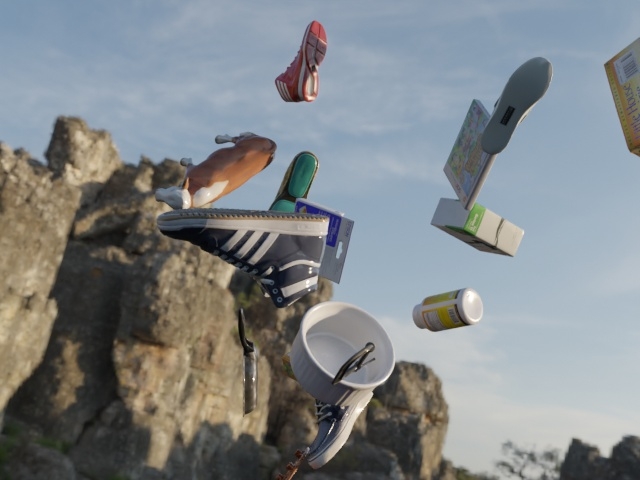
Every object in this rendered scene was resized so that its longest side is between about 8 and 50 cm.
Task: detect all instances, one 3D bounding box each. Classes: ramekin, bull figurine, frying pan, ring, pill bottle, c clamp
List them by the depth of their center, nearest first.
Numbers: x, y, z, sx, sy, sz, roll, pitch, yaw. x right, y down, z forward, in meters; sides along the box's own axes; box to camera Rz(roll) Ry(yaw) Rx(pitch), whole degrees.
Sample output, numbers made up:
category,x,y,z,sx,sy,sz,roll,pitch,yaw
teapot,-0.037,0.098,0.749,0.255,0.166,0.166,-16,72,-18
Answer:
category,x,y,z,sx,sy,sz,roll,pitch,yaw
c clamp,0.080,0.266,1.688,0.022,0.137,0.161,52,-24,18
bull figurine,-0.249,-0.158,1.792,0.188,0.310,0.101,37,-29,55
frying pan,-0.184,0.289,1.945,0.053,0.326,0.197,1,17,-6
ramekin,0.051,0.313,2.082,0.277,0.277,0.135,16,-48,-16
ring,-0.143,0.745,2.262,0.032,0.337,0.336,37,-13,7
pill bottle,0.395,0.223,2.414,0.117,0.117,0.215,23,-28,-36

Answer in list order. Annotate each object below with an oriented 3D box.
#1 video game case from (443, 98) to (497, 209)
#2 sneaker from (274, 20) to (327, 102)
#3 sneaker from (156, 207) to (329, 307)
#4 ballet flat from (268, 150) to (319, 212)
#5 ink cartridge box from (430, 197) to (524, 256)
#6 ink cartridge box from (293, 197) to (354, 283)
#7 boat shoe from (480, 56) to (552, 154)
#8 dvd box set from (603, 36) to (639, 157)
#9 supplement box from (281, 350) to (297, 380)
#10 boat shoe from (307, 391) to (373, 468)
category,x,y,z,sx,sy,sz,roll,pitch,yaw
video game case,0.374,-0.213,1.890,0.023,0.193,0.213,9,-57,-17
sneaker,-0.063,-0.467,2.011,0.128,0.221,0.087,1,-17,38
sneaker,-0.126,0.028,1.248,0.282,0.153,0.099,2,10,-17
ballet flat,-0.103,-0.138,2.595,0.123,0.349,0.123,23,-1,0
ink cartridge box,0.436,-0.036,2.129,0.208,0.087,0.153,25,-6,-28
ink cartridge box,0.000,0.000,2.293,0.208,0.206,0.045,23,21,26
boat shoe,0.398,-0.281,1.584,0.077,0.219,0.070,33,18,1
dvd box set,0.898,-0.432,1.844,0.062,0.308,0.420,19,-38,-28
supplement box,-0.016,0.365,2.494,0.233,0.078,0.080,-28,34,-34
boat shoe,0.019,0.507,2.269,0.158,0.340,0.127,46,-50,-4
